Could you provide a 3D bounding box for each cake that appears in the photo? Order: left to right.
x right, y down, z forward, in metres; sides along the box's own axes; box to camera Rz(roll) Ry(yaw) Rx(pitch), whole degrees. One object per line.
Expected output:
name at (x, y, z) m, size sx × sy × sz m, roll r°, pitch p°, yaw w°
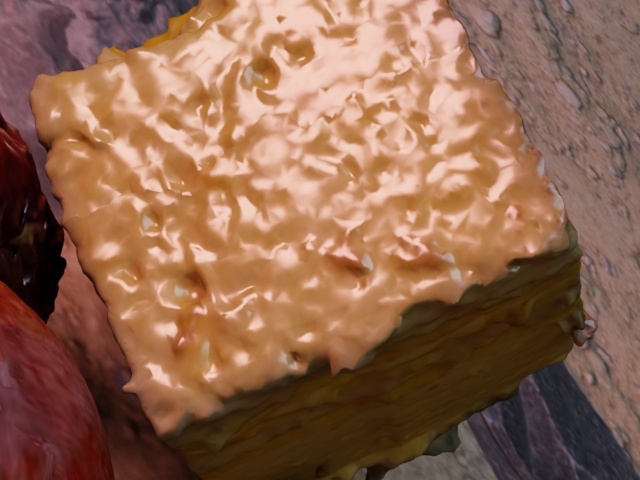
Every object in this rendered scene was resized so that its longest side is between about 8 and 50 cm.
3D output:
cake at (0.000, 0.000, 0.995) m, size 0.286 × 0.222 × 0.227 m, roll 65°, pitch 0°, yaw -70°

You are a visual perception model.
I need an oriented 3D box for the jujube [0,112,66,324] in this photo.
jujube at (-0.207, -0.016, 0.845) m, size 0.236 × 0.168 × 0.168 m, roll 40°, pitch 25°, yaw -53°

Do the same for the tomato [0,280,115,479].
tomato at (-0.191, 0.105, 0.612) m, size 0.265 × 0.265 × 0.265 m, roll 35°, pitch 32°, yaw -26°
